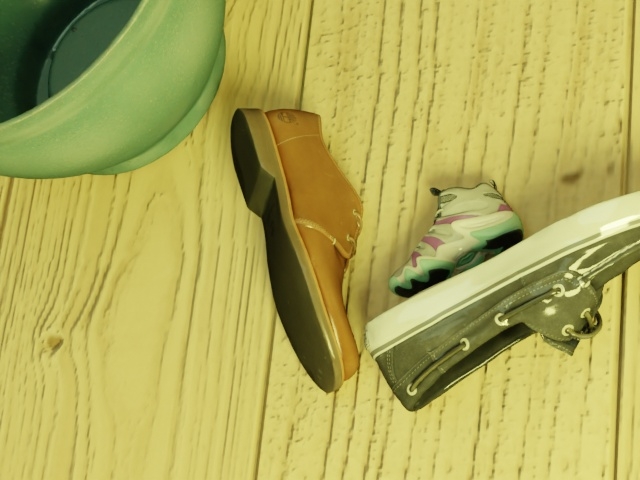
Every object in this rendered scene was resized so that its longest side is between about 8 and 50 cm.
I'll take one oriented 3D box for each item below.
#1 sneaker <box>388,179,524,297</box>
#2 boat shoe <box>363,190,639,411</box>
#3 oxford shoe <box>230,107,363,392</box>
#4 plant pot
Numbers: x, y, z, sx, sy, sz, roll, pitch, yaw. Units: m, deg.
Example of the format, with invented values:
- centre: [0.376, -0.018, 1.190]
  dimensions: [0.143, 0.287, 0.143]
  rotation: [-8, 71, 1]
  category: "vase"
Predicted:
- centre: [0.082, -0.007, 1.184]
  dimensions: [0.098, 0.038, 0.069]
  rotation: [-27, 56, 3]
  category: "sneaker"
- centre: [0.138, 0.041, 1.112]
  dimensions: [0.228, 0.080, 0.076]
  rotation: [-26, 76, 11]
  category: "boat shoe"
- centre: [0.000, 0.000, 1.206]
  dimensions: [0.076, 0.076, 0.212]
  rotation: [-7, 69, -20]
  category: "oxford shoe"
- centre: [-0.188, -0.165, 1.295]
  dimensions: [0.293, 0.196, 0.293]
  rotation: [-10, 64, 22]
  category: "plant pot"
